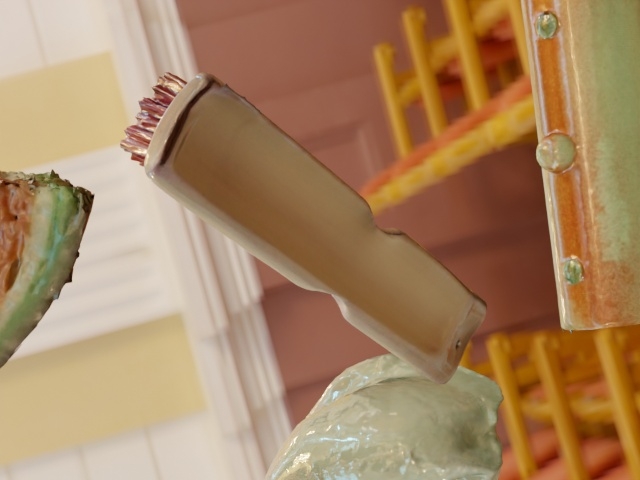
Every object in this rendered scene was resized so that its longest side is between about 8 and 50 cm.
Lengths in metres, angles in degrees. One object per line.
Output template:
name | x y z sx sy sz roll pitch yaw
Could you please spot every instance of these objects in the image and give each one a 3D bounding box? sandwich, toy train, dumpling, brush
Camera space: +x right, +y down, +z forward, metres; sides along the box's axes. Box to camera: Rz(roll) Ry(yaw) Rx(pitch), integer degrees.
sandwich | -0.246 0.034 0.968 0.159 0.235 0.079 31 -172 -13
toy train | 0.212 -0.064 1.150 0.116 0.177 0.285 -5 92 49
dumpling | 0.040 0.157 1.225 0.105 0.217 0.149 62 -161 -9
brush | 0.000 0.000 0.908 0.050 0.060 0.321 24 172 38
